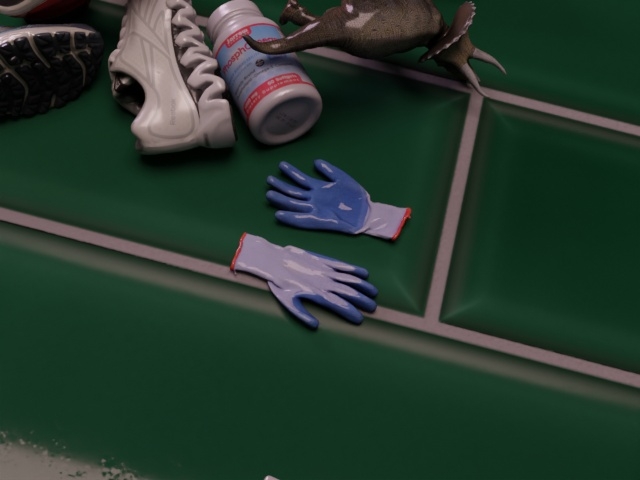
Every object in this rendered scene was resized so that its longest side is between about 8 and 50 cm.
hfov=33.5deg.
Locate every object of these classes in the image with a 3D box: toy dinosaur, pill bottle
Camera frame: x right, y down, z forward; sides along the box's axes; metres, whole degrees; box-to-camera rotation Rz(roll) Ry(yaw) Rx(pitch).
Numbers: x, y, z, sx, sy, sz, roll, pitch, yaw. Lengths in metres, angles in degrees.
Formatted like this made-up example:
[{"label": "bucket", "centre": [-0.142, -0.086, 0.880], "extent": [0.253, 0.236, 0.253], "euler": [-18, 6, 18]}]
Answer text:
[{"label": "toy dinosaur", "centre": [0.060, -0.244, 1.159], "extent": [0.313, 0.121, 0.160], "euler": [-3, 24, -44]}, {"label": "pill bottle", "centre": [-0.067, -0.191, 1.183], "extent": [0.087, 0.087, 0.160], "euler": [-19, 60, -19]}]

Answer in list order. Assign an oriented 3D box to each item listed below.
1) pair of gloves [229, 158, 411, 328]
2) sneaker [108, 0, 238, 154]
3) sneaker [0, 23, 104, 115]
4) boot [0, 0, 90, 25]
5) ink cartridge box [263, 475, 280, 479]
[{"label": "pair of gloves", "centre": [0.000, 0.000, 1.102], "extent": [0.159, 0.023, 0.198], "euler": [20, 55, 7]}, {"label": "sneaker", "centre": [-0.185, -0.215, 1.180], "extent": [0.118, 0.110, 0.292], "euler": [-19, 58, -6]}, {"label": "sneaker", "centre": [-0.376, -0.199, 1.137], "extent": [0.283, 0.110, 0.122], "euler": [-17, 57, -18]}, {"label": "boot", "centre": [-0.243, -0.319, 1.178], "extent": [0.244, 0.176, 0.088], "euler": [-29, 91, 4]}, {"label": "ink cartridge box", "centre": [-0.022, 0.316, 0.846], "extent": [0.148, 0.086, 0.203], "euler": [22, 55, 7]}]
